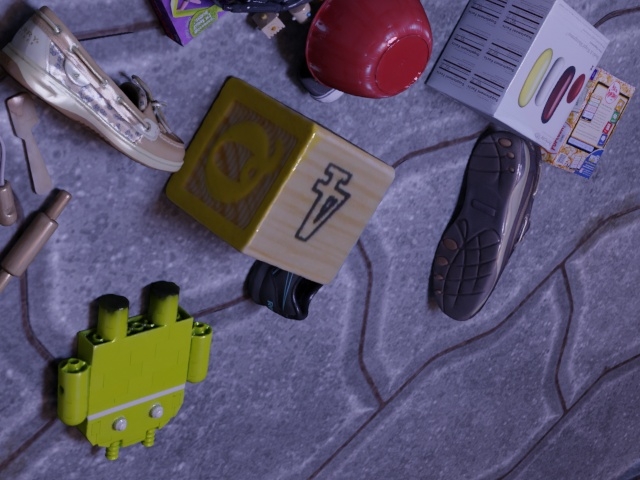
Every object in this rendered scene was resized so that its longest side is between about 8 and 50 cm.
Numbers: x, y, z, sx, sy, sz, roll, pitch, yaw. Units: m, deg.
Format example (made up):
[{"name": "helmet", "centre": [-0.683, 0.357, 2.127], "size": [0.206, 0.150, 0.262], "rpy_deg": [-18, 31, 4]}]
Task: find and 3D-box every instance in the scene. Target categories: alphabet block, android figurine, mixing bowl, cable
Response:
[{"name": "alphabet block", "centre": [-0.053, -0.079, 1.565], "size": [0.197, 0.192, 0.193], "rpy_deg": [24, 97, -50]}, {"name": "android figurine", "centre": [-0.267, 0.193, 1.651], "size": [0.248, 0.056, 0.272], "rpy_deg": [-13, 124, -40]}, {"name": "mixing bowl", "centre": [0.080, -0.257, 1.528], "size": [0.181, 0.098, 0.181], "rpy_deg": [-24, 138, -23]}, {"name": "cable", "centre": [-0.053, -0.353, 1.414], "size": [0.185, 0.047, 0.150], "rpy_deg": [-9, 117, -33]}]

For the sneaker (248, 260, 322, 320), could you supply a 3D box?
[{"name": "sneaker", "centre": [0.000, 0.000, 1.743], "size": [0.101, 0.106, 0.267], "rpy_deg": [24, 97, -50]}]

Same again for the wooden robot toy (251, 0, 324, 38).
[{"name": "wooden robot toy", "centre": [-0.008, -0.328, 1.530], "size": [0.173, 0.076, 0.079], "rpy_deg": [-52, 152, -3]}]

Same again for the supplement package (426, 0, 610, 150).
[{"name": "supplement package", "centre": [0.314, -0.282, 1.823], "size": [0.194, 0.149, 0.203], "rpy_deg": [19, 102, -50]}]

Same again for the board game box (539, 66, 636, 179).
[{"name": "board game box", "centre": [0.491, -0.219, 2.130], "size": [0.147, 0.045, 0.193], "rpy_deg": [14, 107, -49]}]

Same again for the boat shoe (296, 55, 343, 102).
[{"name": "boat shoe", "centre": [0.045, -0.299, 1.602], "size": [0.228, 0.080, 0.076], "rpy_deg": [-51, 143, 7]}]

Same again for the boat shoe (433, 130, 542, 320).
[{"name": "boat shoe", "centre": [0.310, -0.018, 2.024], "size": [0.130, 0.132, 0.355], "rpy_deg": [-4, 121, -44]}]

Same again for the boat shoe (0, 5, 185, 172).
[{"name": "boat shoe", "centre": [-0.249, -0.169, 1.367], "size": [0.089, 0.104, 0.285], "rpy_deg": [-53, 141, 3]}]

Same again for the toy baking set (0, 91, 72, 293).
[{"name": "toy baking set", "centre": [-0.389, -0.042, 1.374], "size": [0.256, 0.030, 0.197], "rpy_deg": [-51, 141, -5]}]

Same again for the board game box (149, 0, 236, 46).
[{"name": "board game box", "centre": [-0.085, -0.419, 1.402], "size": [0.347, 0.056, 0.208], "rpy_deg": [-41, 135, -16]}]
